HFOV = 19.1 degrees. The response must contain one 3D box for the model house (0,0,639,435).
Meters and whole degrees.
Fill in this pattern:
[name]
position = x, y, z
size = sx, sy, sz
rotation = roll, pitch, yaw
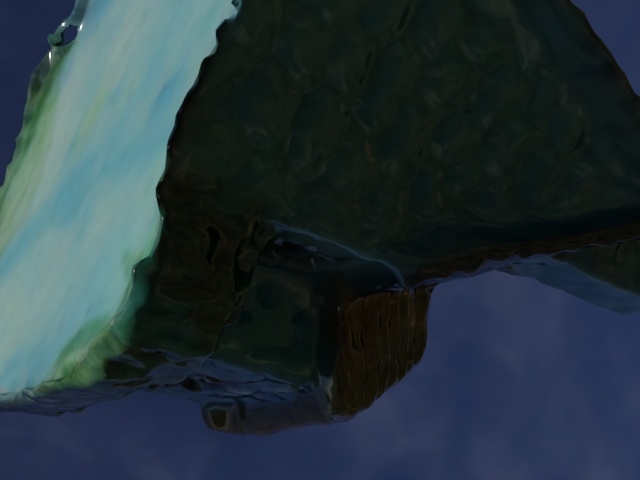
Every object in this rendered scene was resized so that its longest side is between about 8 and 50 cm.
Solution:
[model house]
position = 0.000, 0.000, 0.800
size = 0.241, 0.261, 0.226
rotation = 23, -105, -22
